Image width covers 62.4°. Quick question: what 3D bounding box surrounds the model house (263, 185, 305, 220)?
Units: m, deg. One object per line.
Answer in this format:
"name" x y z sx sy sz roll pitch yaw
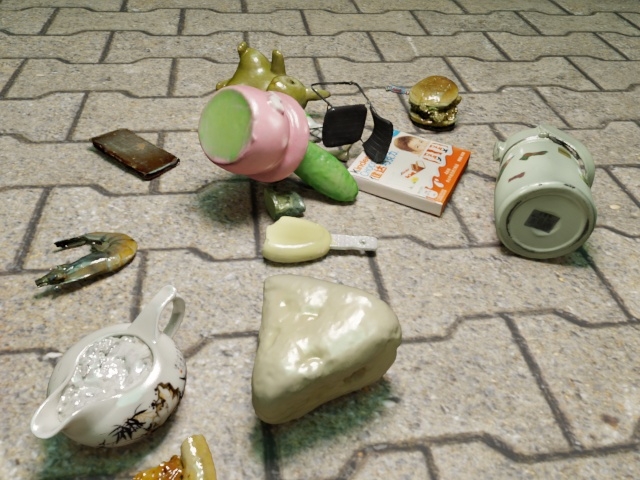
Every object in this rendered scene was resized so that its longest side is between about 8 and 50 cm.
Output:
"model house" -0.085 -0.094 1.258 0.083 0.066 0.079 -15 47 -21

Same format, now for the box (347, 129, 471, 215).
"box" 0.236 -0.194 1.406 0.265 0.048 0.273 19 45 17

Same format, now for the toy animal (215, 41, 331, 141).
"toy animal" -0.127 -0.439 1.544 0.363 0.180 0.181 29 87 32

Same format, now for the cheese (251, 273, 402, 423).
"cheese" 0.008 0.188 0.878 0.248 0.174 0.251 2 41 11

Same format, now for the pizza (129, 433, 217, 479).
"pizza" -0.237 0.417 0.681 0.182 0.074 0.365 21 43 5

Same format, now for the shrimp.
"shrimp" -0.496 0.033 1.105 0.150 0.051 0.217 32 42 31

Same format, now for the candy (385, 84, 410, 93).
"candy" 0.257 -0.504 1.767 0.083 0.020 0.030 16 44 10

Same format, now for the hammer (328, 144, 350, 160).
"hammer" 0.079 -0.284 1.516 0.060 0.028 0.195 13 39 19

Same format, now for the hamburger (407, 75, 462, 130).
"hamburger" 0.342 -0.412 1.594 0.159 0.131 0.185 0 46 0

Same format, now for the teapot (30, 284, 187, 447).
"teapot" -0.318 0.205 0.855 0.208 0.166 0.300 10 51 24

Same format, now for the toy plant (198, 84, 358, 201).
"toy plant" -0.095 -0.216 1.233 0.317 0.210 0.356 54 19 22

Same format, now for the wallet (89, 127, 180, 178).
"wallet" -0.494 -0.233 1.405 0.232 0.031 0.122 31 44 23

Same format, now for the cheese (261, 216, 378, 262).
"cheese" 0.000 0.000 1.177 0.255 0.050 0.127 2 41 -4

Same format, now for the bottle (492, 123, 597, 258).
"bottle" 0.526 -0.137 1.260 0.229 0.229 0.352 11 40 8

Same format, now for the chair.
"chair" 0.072 -0.300 1.377 0.145 0.140 0.221 -13 47 -25
